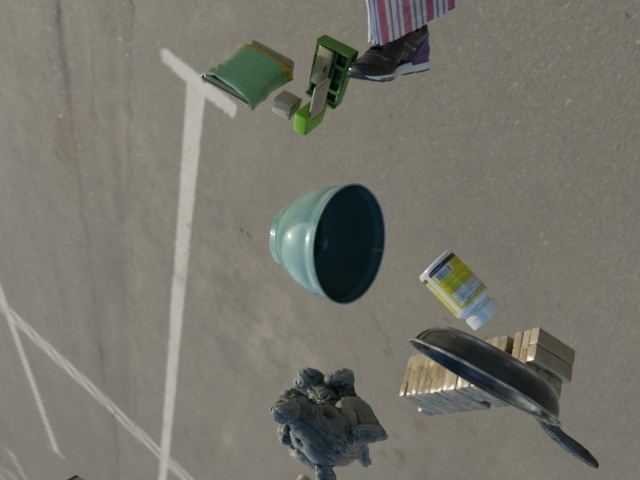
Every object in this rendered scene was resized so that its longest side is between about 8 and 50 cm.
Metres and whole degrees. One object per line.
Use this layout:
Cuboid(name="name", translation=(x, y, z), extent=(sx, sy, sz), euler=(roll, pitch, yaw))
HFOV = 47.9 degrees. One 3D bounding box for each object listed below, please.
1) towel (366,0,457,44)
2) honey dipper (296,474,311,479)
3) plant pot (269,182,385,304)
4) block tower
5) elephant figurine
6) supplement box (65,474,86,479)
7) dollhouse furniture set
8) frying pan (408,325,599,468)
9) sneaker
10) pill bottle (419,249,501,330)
Cuboid(name="towel", translation=(0.142, -0.409, 1.140), extent=(0.029, 0.197, 0.144), euler=(29, 141, 43))
Cuboid(name="honey dipper", translation=(-0.062, 0.495, 1.309), extent=(0.031, 0.160, 0.030), euler=(14, 126, 21))
Cuboid(name="plant pot", translation=(0.000, 0.000, 1.780), extent=(0.196, 0.293, 0.293), euler=(7, 131, 39))
Cuboid(name="block tower", translation=(0.278, 0.240, 1.276), extent=(0.097, 0.091, 0.335), euler=(32, 147, -21))
Cuboid(name="elephant figurine", translation=(0.009, 0.290, 1.064), extent=(0.239, 0.186, 0.169), euler=(-141, 55, -83))
Cuboid(name="supplement box", translation=(-0.421, 0.471, 1.256), extent=(0.083, 0.083, 0.056), euler=(24, -177, 11))
Cuboid(name="dollhouse furniture set", translation=(-0.100, -0.405, 1.669), extent=(0.302, 0.197, 0.151), euler=(30, 136, 14))
Cuboid(name="frying pan", translation=(0.250, 0.190, 0.853), extent=(0.326, 0.053, 0.197), euler=(31, 172, -5))
Cuboid(name="sneaker", translation=(0.156, -0.446, 1.670), extent=(0.107, 0.283, 0.124), euler=(18, 120, 34))
Cuboid(name="pill bottle", translation=(0.381, 0.136, 1.957), extent=(0.208, 0.119, 0.119), euler=(47, 148, 10))
